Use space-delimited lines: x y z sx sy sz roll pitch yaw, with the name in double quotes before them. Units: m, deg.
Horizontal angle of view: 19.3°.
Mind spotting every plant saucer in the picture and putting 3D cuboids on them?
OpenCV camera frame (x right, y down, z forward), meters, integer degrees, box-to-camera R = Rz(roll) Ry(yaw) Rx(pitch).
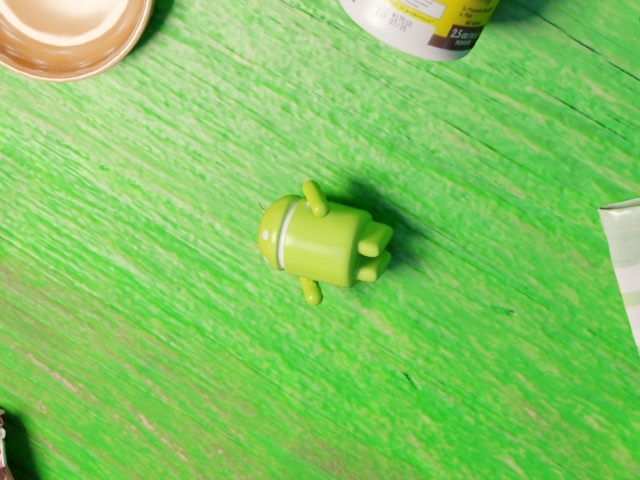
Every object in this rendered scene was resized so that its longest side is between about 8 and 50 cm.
"plant saucer" -0.224 -0.232 1.579 0.200 0.037 0.200 7 111 17

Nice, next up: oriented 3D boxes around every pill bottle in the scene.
"pill bottle" 0.105 -0.249 1.403 0.117 0.117 0.215 31 117 8

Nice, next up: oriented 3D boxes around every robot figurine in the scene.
"robot figurine" 0.000 0.000 1.562 0.115 0.067 0.101 14 125 16

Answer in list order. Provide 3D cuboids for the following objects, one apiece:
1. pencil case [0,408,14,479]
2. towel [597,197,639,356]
"pencil case" -0.310 0.258 1.764 0.098 0.095 0.209 -16 106 9
"towel" 0.375 0.104 1.475 0.248 0.038 0.325 -12 105 25
